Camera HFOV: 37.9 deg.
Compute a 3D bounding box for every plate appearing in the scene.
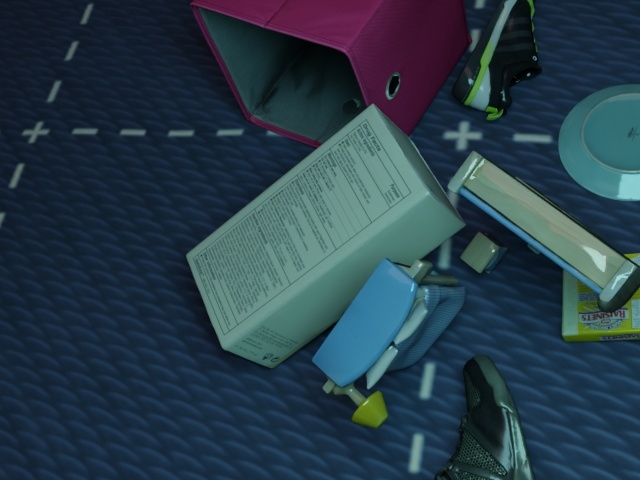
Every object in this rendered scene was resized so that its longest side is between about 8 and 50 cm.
[{"bbox_3d":[0.404,-0.135,1.207,0.188,0.024,0.188,-8,57,12],"label":"plate"}]

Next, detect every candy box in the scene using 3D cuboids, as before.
[{"bbox_3d":[0.385,0.063,1.075,0.206,0.027,0.105,-5,59,23],"label":"candy box"}]

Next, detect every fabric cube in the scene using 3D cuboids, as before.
[{"bbox_3d":[0.029,-0.295,1.277,0.259,0.254,0.258,24,67,28],"label":"fabric cube"}]

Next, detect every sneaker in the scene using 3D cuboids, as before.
[{"bbox_3d":[0.161,0.236,1.017,0.130,0.087,0.227,-10,63,3],"label":"sneaker"},{"bbox_3d":[0.268,-0.263,1.307,0.097,0.084,0.234,29,71,3],"label":"sneaker"}]

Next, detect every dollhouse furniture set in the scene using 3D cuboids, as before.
[{"bbox_3d":[0.187,0.095,1.038,0.198,0.286,0.303,41,102,22],"label":"dollhouse furniture set"}]

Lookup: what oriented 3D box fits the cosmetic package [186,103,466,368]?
[{"bbox_3d":[0.000,0.000,1.136,0.309,0.113,0.160,-36,54,15],"label":"cosmetic package"}]
